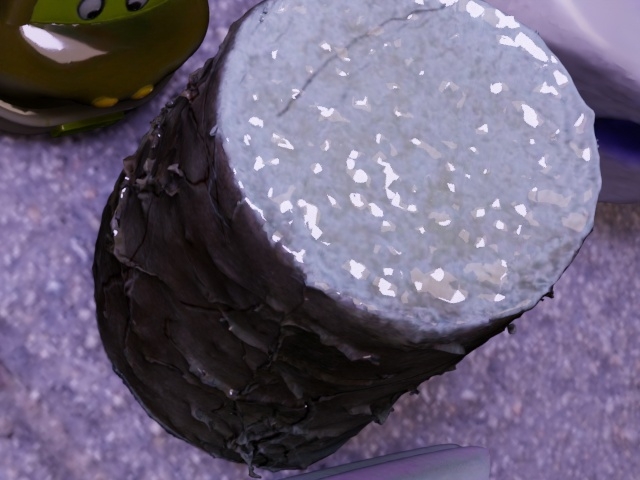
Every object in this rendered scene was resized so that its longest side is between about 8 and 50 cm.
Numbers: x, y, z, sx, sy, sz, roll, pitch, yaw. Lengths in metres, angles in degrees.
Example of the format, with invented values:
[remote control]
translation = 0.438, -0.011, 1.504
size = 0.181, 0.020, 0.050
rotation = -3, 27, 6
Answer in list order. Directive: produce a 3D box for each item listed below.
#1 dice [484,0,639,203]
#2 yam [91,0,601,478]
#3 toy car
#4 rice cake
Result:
[dice]
translation = 0.183, -0.180, 0.934
size = 0.259, 0.251, 0.243
rotation = 30, 73, -18
[yam]
translation = 0.000, 0.000, 0.803
size = 0.241, 0.348, 0.241
rotation = 6, 70, -17
[toy car]
translation = -0.157, -0.198, 0.813
size = 0.204, 0.198, 0.248
rotation = -16, 91, -26
[rice cake]
translation = 0.013, 0.174, 0.905
size = 0.221, 0.080, 0.042
rotation = -8, 83, -25
